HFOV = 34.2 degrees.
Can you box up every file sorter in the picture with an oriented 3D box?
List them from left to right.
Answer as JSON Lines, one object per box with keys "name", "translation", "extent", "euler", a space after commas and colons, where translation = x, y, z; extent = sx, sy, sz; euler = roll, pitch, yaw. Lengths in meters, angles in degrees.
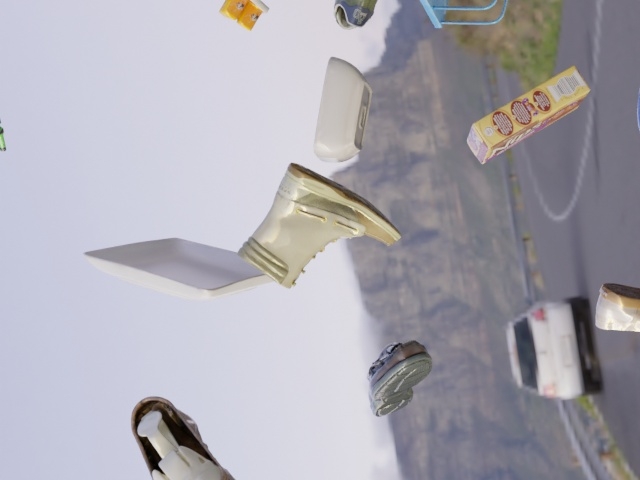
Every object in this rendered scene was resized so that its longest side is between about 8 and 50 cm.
{"name": "file sorter", "translation": [0.194, -0.388, 1.440], "extent": [0.170, 0.105, 0.118], "euler": [43, -121, -59]}

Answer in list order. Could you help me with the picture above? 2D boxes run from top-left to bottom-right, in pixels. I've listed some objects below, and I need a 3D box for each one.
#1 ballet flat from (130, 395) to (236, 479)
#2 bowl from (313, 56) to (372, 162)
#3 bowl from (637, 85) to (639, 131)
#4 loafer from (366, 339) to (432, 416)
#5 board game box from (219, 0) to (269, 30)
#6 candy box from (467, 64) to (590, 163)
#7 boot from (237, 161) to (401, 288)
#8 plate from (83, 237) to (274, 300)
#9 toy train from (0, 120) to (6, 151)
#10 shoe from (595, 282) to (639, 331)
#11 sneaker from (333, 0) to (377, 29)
{"name": "ballet flat", "translation": [-0.185, 0.301, 1.361], "extent": [0.106, 0.107, 0.316], "euler": [59, 167, -31]}
{"name": "bowl", "translation": [0.035, -0.177, 1.455], "extent": [0.142, 0.053, 0.142], "euler": [15, -94, -81]}
{"name": "bowl", "translation": [0.389, -0.225, 0.801], "extent": [0.391, 0.077, 0.391], "euler": [-62, 5, 10]}
{"name": "loafer", "translation": [0.109, 0.206, 1.655], "extent": [0.267, 0.096, 0.084], "euler": [102, 147, -63]}
{"name": "board game box", "translation": [-0.311, -0.470, 1.546], "extent": [0.050, 0.390, 0.390], "euler": [-59, -27, 3]}
{"name": "candy box", "translation": [0.328, -0.199, 1.658], "extent": [0.053, 0.187, 0.109], "euler": [58, 177, 9]}
{"name": "boot", "translation": [0.000, 0.000, 1.501], "extent": [0.213, 0.165, 0.077], "euler": [27, -170, -32]}
{"name": "plate", "translation": [-0.236, 0.054, 1.868], "extent": [0.278, 0.277, 0.045], "euler": [-12, -67, -60]}
{"name": "toy train", "translation": [-0.527, -0.178, 1.698], "extent": [0.017, 0.024, 0.083], "euler": [-41, -30, -33]}
{"name": "shoe", "translation": [0.472, 0.102, 1.411], "extent": [0.076, 0.219, 0.058], "euler": [-123, 43, -72]}
{"name": "sneaker", "translation": [0.042, -0.363, 1.573], "extent": [0.192, 0.064, 0.086], "euler": [-130, 55, -71]}
